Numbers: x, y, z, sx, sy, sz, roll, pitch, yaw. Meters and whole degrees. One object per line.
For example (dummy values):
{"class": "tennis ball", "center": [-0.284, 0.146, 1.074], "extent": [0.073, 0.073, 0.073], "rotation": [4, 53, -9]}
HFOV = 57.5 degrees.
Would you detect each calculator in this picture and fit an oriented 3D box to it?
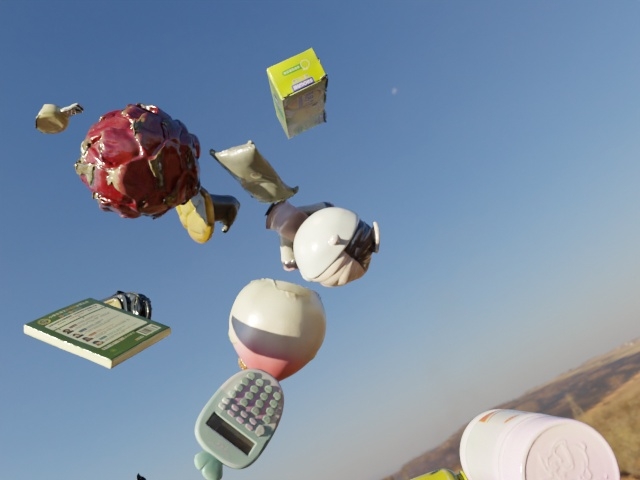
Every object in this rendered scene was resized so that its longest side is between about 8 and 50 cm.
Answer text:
{"class": "calculator", "center": [-0.208, 0.460, 1.471], "extent": [0.299, 0.185, 0.041], "rotation": [-55, 2, -31]}

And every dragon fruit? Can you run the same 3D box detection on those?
{"class": "dragon fruit", "center": [-0.478, -0.211, 1.573], "extent": [0.329, 0.329, 0.329], "rotation": [-22, -22, -10]}

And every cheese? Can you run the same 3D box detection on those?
{"class": "cheese", "center": [-0.787, -0.374, 1.741], "extent": [0.171, 0.048, 0.092], "rotation": [-26, -33, 35]}

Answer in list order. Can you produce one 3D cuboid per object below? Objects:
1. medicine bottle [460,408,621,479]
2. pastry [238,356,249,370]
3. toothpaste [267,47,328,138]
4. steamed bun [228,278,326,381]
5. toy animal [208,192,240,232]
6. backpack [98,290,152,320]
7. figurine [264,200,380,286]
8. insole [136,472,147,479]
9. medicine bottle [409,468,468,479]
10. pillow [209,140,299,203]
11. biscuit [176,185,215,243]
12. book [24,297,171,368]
{"class": "medicine bottle", "center": [0.432, 0.455, 1.192], "extent": [0.202, 0.202, 0.316], "rotation": [-22, -9, -11]}
{"class": "pastry", "center": [-0.202, 0.427, 1.895], "extent": [0.087, 0.169, 0.063], "rotation": [-39, -4, -24]}
{"class": "toothpaste", "center": [-0.049, -0.330, 1.358], "extent": [0.110, 0.077, 0.327], "rotation": [-25, -5, -2]}
{"class": "steamed bun", "center": [-0.132, 0.280, 1.721], "extent": [0.309, 0.309, 0.309], "rotation": [-22, -22, -10]}
{"class": "toy animal", "center": [-0.443, -0.123, 2.084], "extent": [0.343, 0.106, 0.168], "rotation": [21, -62, -45]}
{"class": "backpack", "center": [-0.720, 0.283, 2.139], "extent": [0.258, 0.206, 0.133], "rotation": [-20, -16, 31]}
{"class": "figurine", "center": [-0.004, 0.009, 1.727], "extent": [0.211, 0.361, 0.253], "rotation": [20, -85, -40]}
{"class": "insole", "center": [-0.270, 0.446, 0.933], "extent": [0.004, 0.188, 0.064], "rotation": [-36, -56, -7]}
{"class": "medicine bottle", "center": [0.378, 0.740, 1.732], "extent": [0.212, 0.122, 0.122], "rotation": [-16, -23, -8]}
{"class": "pillow", "center": [-0.181, -0.172, 1.586], "extent": [0.169, 0.059, 0.255], "rotation": [0, -28, 31]}
{"class": "biscuit", "center": [-0.391, -0.094, 1.814], "extent": [0.041, 0.203, 0.260], "rotation": [-20, -6, -32]}
{"class": "book", "center": [-0.518, 0.209, 1.367], "extent": [0.202, 0.264, 0.027], "rotation": [-31, -49, -61]}
